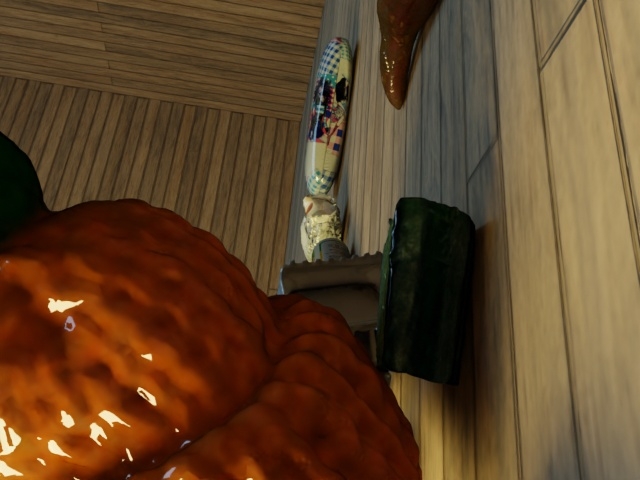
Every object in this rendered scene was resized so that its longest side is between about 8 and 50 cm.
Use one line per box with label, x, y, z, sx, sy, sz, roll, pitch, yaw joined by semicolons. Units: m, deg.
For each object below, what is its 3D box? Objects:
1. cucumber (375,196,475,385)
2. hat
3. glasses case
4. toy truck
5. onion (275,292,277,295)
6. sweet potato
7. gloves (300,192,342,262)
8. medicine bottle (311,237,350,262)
cucumber;0.071;0.038;0.466;0.116;0.062;0.115;62;-143;-82
hat;-0.129;0.070;0.446;0.400;0.285;0.285;61;176;-3
glasses case;0.016;-0.253;1.387;0.125;0.076;0.327;-145;63;-82
toy truck;0.008;0.149;0.635;0.111;0.136;0.285;-124;34;-49
onion;-0.061;0.150;1.557;0.107;0.097;0.107;20;114;55
sweet potato;0.092;-0.244;0.697;0.255;0.058;0.078;100;156;-63
gloves;0.004;-0.001;1.187;0.114;0.070;0.153;-104;14;-54
medicine bottle;0.024;0.075;0.965;0.220;0.061;0.092;-96;-9;-69
